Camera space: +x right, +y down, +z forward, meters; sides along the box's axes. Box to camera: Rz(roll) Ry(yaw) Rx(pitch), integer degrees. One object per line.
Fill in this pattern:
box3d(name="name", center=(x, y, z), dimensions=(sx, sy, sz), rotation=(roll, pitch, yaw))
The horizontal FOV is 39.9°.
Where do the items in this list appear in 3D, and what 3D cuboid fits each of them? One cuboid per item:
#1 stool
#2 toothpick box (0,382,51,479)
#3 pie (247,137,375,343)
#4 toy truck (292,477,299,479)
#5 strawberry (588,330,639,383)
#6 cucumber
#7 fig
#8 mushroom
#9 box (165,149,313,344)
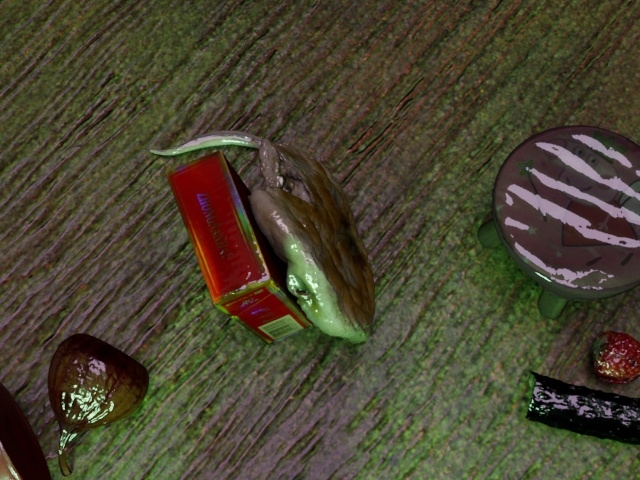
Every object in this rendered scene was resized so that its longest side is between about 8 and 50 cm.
box3d(name="stool", center=(0.386, -0.024, 1.351), dimensions=(0.272, 0.178, 0.272), rotation=(0, 70, 0))
box3d(name="toothpick box", center=(-0.566, 0.350, 1.204), dimensions=(0.333, 0.204, 0.204), rotation=(-28, 73, -10))
box3d(name="pie", center=(0.000, 0.000, 1.294), dimensions=(0.075, 0.337, 0.337), rotation=(-28, 70, 18))
box3d(name="toy truck", center=(-0.130, 0.412, 1.222), dimensions=(0.260, 0.135, 0.128), rotation=(-22, 116, -9))
box3d(name="strawberry", center=(0.457, 0.178, 1.337), dimensions=(0.096, 0.083, 0.083), rotation=(2, 70, -7))
box3d(name="cucumber", center=(0.455, 0.262, 1.305), dimensions=(0.304, 0.072, 0.081), rotation=(12, 70, 4))
box3d(name="fig", center=(-0.354, 0.240, 1.289), dimensions=(0.146, 0.134, 0.201), rotation=(30, 81, 20))
box3d(name="mushroom", center=(-0.130, -0.146, 1.474), dimensions=(0.306, 0.043, 0.068), rotation=(13, 46, 6))
box3d(name="box", center=(-0.108, 0.022, 1.260), dimensions=(0.089, 0.313, 0.197), rotation=(-22, 71, 2))
